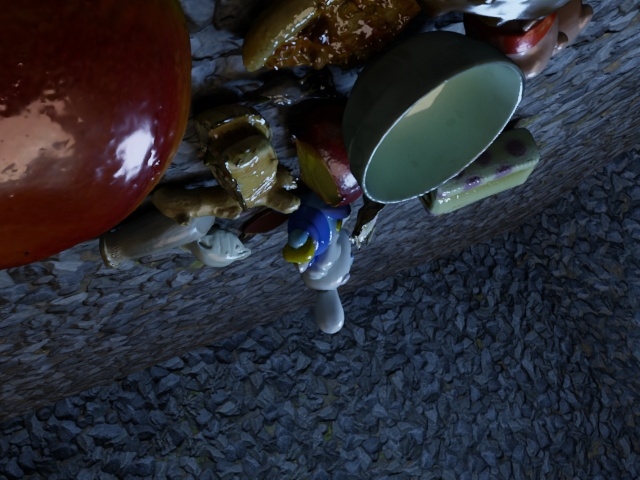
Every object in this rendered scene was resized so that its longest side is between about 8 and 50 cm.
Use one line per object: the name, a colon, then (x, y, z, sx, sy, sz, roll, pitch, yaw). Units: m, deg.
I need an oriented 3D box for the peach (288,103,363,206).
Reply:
peach: (0.042, -0.174, 1.083, 0.154, 0.158, 0.267, -43, 160, -13)

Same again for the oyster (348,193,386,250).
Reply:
oyster: (0.147, -0.142, 1.331, 0.355, 0.107, 0.201, -58, 173, 10)

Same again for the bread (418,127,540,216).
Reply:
bread: (0.447, -0.203, 1.613, 0.338, 0.155, 0.187, -19, 156, -9)

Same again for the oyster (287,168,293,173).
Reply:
oyster: (-0.120, -0.123, 1.224, 0.132, 0.086, 0.029, -54, 149, -39)

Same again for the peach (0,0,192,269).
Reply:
peach: (-0.295, -0.131, 0.454, 0.372, 0.290, 0.373, -26, 158, -11)

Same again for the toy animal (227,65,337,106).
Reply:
toy animal: (-0.055, -0.238, 0.898, 0.202, 0.070, 0.105, -21, -176, -27)

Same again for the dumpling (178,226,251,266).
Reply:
dumpling: (-0.270, 0.023, 1.389, 0.169, 0.100, 0.134, -8, 171, -41)

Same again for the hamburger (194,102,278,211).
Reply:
hamburger: (-0.141, -0.155, 0.971, 0.131, 0.124, 0.262, -41, 172, -10)

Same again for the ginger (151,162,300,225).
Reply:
ginger: (-0.188, -0.093, 1.128, 0.298, 0.118, 0.065, -10, 156, -20)

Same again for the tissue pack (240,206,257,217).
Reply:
tissue pack: (-0.185, -0.082, 1.279, 0.063, 0.035, 0.083, -25, 167, -1)

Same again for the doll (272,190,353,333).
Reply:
doll: (0.008, -0.003, 1.417, 0.187, 0.376, 0.366, -20, 146, 5)

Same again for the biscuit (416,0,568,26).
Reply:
biscuit: (0.083, -0.301, 0.413, 0.331, 0.332, 0.103, -16, 158, -28)

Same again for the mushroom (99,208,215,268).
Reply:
mushroom: (-0.334, -0.020, 1.151, 0.246, 0.108, 0.096, -24, 124, -11)

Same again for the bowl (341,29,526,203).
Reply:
bowl: (0.159, -0.214, 0.917, 0.307, 0.163, 0.307, -29, 155, -15)

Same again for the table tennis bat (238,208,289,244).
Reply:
table tennis bat: (-0.164, -0.035, 1.500, 0.220, 0.019, 0.130, -35, 162, 29)

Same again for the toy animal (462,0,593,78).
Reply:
toy animal: (0.329, -0.355, 0.916, 0.197, 0.171, 0.171, -18, 164, -37)

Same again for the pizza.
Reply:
pizza: (0.048, -0.307, 0.788, 0.335, 0.086, 0.226, -26, 164, 0)
